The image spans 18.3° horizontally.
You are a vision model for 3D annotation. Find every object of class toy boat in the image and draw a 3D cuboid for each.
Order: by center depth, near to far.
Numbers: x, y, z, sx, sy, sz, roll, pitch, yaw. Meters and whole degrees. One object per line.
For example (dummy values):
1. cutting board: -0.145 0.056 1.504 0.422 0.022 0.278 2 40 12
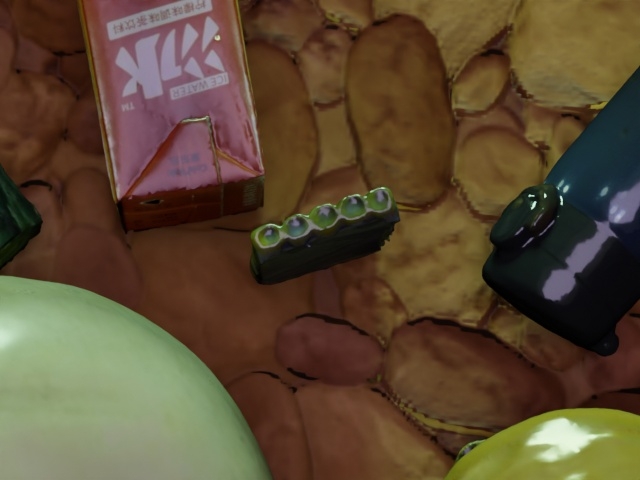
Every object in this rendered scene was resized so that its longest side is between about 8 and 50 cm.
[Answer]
1. toy boat: 0.000 0.000 0.854 0.063 0.115 0.016 -18 84 -5

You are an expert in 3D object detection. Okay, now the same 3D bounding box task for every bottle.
1. bottle: 0.169 -0.059 0.890 0.082 0.072 0.244 44 82 -26

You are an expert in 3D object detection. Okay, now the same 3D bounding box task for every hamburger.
1. hamburger: 0.111 0.148 0.837 0.162 0.115 0.162 0 83 3

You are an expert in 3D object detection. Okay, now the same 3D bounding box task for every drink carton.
1. drink carton: -0.075 -0.121 0.878 0.071 0.096 0.223 -10 82 -4

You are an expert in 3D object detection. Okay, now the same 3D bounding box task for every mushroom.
1. mushroom: -0.137 0.138 0.799 0.246 0.202 0.246 8 78 -46

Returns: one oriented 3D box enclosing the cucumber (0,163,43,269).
1. cucumber: -0.217 -0.063 0.879 0.078 0.062 0.211 -40 86 -6
